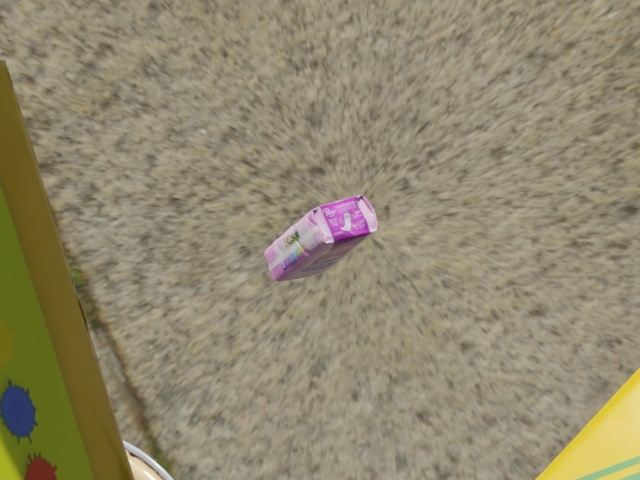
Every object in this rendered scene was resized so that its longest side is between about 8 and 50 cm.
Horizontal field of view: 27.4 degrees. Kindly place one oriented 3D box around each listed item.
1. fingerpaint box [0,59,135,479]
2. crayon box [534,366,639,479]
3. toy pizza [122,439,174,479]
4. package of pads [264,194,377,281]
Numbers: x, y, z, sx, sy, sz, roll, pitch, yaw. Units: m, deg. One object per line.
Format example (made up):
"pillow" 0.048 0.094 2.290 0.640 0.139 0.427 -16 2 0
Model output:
"fingerpaint box" -0.192 0.175 0.232 0.163 0.445 0.371 -15 95 24
"crayon box" 0.158 0.178 0.704 0.323 0.203 0.083 -46 60 -8
"toy pizza" -0.148 0.220 0.825 0.201 0.032 0.201 3 96 30
"package of pads" 0.000 0.000 0.940 0.050 0.083 0.032 -17 76 -34
